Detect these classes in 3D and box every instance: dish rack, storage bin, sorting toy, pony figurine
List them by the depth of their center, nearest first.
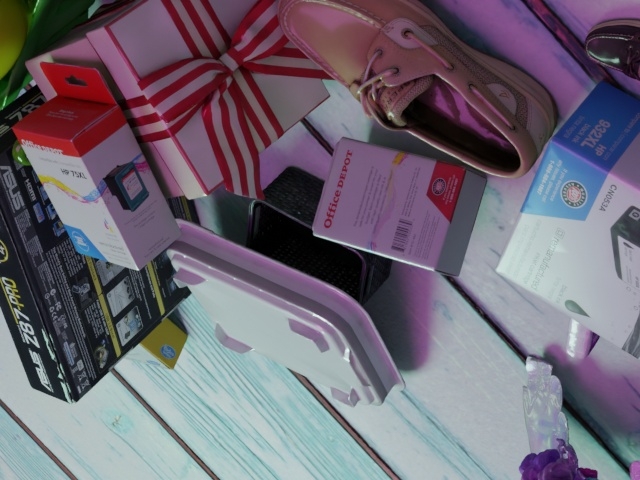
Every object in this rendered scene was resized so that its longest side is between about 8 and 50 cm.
[{"bbox_3d":[0.328,0.346,1.722,0.302,0.363,0.351,11,115,43],"label":"pony figurine"},{"bbox_3d":[-0.325,-0.099,1.724,0.042,0.061,0.102,46,-172,33],"label":"sorting toy"},{"bbox_3d":[0.000,0.000,1.850,0.180,0.084,0.122,28,138,18],"label":"storage bin"},{"bbox_3d":[-0.059,0.112,1.925,0.332,0.072,0.285,22,156,30],"label":"dish rack"}]

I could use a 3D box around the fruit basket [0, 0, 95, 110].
[{"bbox_3d":[-0.428,-0.312,1.701,0.283,0.392,0.392,49,142,10],"label":"fruit basket"}]

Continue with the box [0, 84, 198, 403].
[{"bbox_3d":[-0.312,-0.028,1.907,0.097,0.318,0.395,15,134,34],"label":"box"}]

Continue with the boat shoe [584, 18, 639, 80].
[{"bbox_3d":[0.332,-0.185,1.426,0.152,0.049,0.056,15,133,32],"label":"boat shoe"}]

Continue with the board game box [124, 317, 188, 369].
[{"bbox_3d":[-0.385,0.083,2.171,0.242,0.064,0.316,9,154,35],"label":"board game box"}]

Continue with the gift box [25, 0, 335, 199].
[{"bbox_3d":[-0.148,-0.186,1.695,0.258,0.255,0.276,-8,123,54],"label":"gift box"}]

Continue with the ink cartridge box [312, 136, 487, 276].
[{"bbox_3d":[0.094,-0.042,1.694,0.175,0.072,0.128,17,91,30],"label":"ink cartridge box"}]

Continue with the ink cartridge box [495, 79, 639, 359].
[{"bbox_3d":[0.370,0.010,1.504,0.307,0.129,0.223,32,139,14],"label":"ink cartridge box"}]

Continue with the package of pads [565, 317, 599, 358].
[{"bbox_3d":[0.317,0.096,1.688,0.032,0.050,0.083,23,136,24],"label":"package of pads"}]

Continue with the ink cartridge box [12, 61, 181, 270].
[{"bbox_3d":[-0.267,-0.087,1.636,0.134,0.078,0.231,13,135,47],"label":"ink cartridge box"}]

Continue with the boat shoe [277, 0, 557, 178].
[{"bbox_3d":[0.095,-0.183,1.551,0.341,0.110,0.122,27,132,7],"label":"boat shoe"}]
